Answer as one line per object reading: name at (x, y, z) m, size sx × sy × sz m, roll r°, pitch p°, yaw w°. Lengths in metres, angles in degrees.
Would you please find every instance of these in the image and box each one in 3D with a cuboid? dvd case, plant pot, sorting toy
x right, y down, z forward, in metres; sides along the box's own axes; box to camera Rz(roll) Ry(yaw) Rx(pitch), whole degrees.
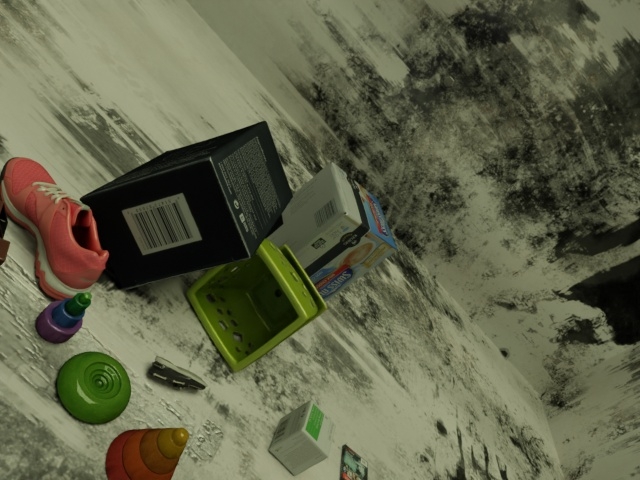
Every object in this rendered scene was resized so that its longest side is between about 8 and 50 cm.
dvd case at (0.081, 0.561, 1.247) m, size 0.087 × 0.013 × 0.119 m, roll 44°, pitch 25°, yaw -17°
plant pot at (-0.132, 0.139, 1.226) m, size 0.227 × 0.228 × 0.207 m, roll 56°, pitch 18°, yaw 12°
sorting toy at (-0.325, 0.234, 0.847) m, size 0.365 × 0.126 × 0.127 m, roll 55°, pitch 24°, yaw 8°

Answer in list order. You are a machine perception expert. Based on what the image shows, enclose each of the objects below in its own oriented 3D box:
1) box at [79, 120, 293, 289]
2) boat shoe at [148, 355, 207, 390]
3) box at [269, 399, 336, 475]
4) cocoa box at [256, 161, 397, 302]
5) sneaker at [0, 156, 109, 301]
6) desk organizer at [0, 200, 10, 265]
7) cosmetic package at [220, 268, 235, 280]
box at (-0.265, -0.096, 1.157) m, size 0.395 × 0.294 × 0.211 m, roll -67°, pitch 140°, yaw -65°
boat shoe at (-0.274, 0.265, 1.005) m, size 0.046 × 0.038 × 0.125 m, roll 13°, pitch -22°, yaw 51°
box at (-0.037, 0.424, 1.121) m, size 0.087 × 0.102 × 0.101 m, roll 49°, pitch 22°, yaw -9°
cocoa box at (0.000, 0.000, 1.502) m, size 0.228 × 0.347 × 0.231 m, roll 34°, pitch 29°, yaw -36°
sneaker at (-0.478, -0.046, 0.966) m, size 0.313 × 0.136 × 0.116 m, roll 57°, pitch 23°, yaw 14°
desk organizer at (-0.558, -0.010, 0.883) m, size 0.050 × 0.047 × 0.130 m, roll 34°, pitch 29°, yaw -40°
cosmetic package at (-0.256, 0.049, 1.351) m, size 0.060 × 0.041 × 0.115 m, roll 35°, pitch 28°, yaw -35°
